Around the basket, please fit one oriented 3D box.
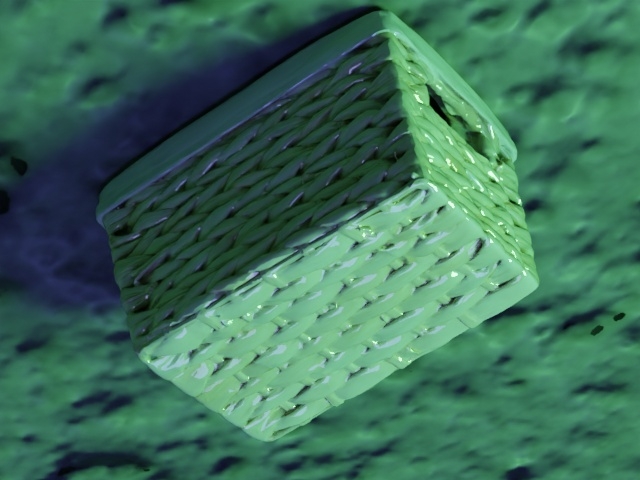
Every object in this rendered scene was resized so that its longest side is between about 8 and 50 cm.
[{"bbox_3d":[0.000,0.000,0.804,0.167,0.103,0.113,-31,137,20],"label":"basket"}]
